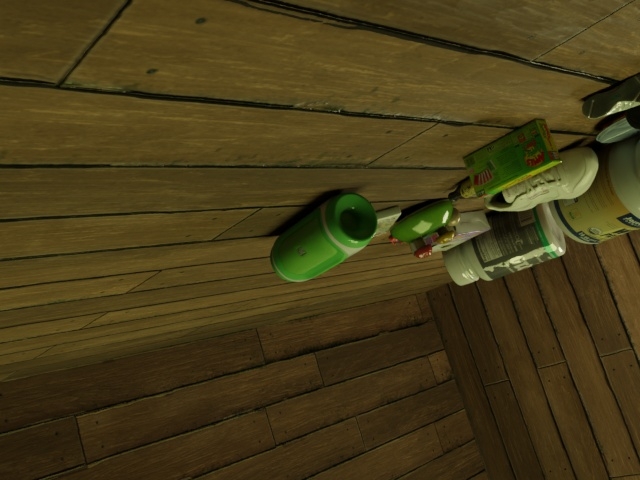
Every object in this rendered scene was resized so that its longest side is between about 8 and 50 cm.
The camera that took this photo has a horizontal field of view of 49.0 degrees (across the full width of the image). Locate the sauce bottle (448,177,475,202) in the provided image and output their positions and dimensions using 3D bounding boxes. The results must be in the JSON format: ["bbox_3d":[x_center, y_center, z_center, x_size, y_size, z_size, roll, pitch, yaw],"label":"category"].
[{"bbox_3d":[0.358,-0.126,1.694,0.042,0.042,0.128,-11,166,-31],"label":"sauce bottle"}]

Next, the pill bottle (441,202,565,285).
[{"bbox_3d":[0.596,0.011,2.309,0.360,0.204,0.204,-23,168,28],"label":"pill bottle"}]

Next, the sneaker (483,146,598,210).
[{"bbox_3d":[0.540,-0.136,1.734,0.152,0.114,0.305,-10,167,-39],"label":"sneaker"}]

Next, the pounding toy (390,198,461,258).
[{"bbox_3d":[0.298,-0.018,1.890,0.182,0.110,0.237,-30,168,18],"label":"pounding toy"}]

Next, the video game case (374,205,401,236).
[{"bbox_3d":[0.081,-0.023,1.812,0.226,0.026,0.206,-16,169,-8],"label":"video game case"}]

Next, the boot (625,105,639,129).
[{"bbox_3d":[0.747,-0.290,1.387,0.178,0.085,0.236,-11,167,-42],"label":"boot"}]

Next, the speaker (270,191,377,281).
[{"bbox_3d":[0.000,0.000,1.534,0.131,0.131,0.296,-10,167,-33],"label":"speaker"}]

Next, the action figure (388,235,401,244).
[{"bbox_3d":[0.238,-0.002,2.154,0.038,0.030,0.115,-17,168,25],"label":"action figure"}]

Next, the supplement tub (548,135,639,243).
[{"bbox_3d":[0.757,-0.134,1.757,0.228,0.229,0.316,-12,170,-27],"label":"supplement tub"}]

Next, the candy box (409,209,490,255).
[{"bbox_3d":[0.396,-0.023,2.181,0.164,0.070,0.196,-8,165,-41],"label":"candy box"}]

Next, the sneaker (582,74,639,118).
[{"bbox_3d":[0.568,-0.270,1.311,0.152,0.054,0.061,-17,180,28],"label":"sneaker"}]

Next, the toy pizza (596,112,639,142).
[{"bbox_3d":[0.708,-0.271,1.553,0.201,0.032,0.201,-16,168,-3],"label":"toy pizza"}]

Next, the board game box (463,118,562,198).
[{"bbox_3d":[0.385,-0.163,1.424,0.043,0.092,0.181,-8,165,-45],"label":"board game box"}]
